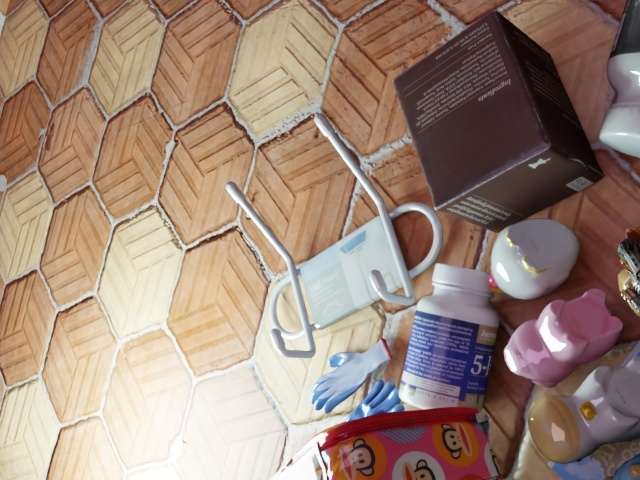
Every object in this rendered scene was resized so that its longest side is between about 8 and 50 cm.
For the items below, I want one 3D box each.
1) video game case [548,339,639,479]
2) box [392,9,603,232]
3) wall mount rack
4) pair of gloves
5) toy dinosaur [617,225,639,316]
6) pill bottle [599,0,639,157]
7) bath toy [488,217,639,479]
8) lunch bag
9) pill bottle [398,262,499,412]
[{"bbox_3d":[0.391,0.240,0.881,0.193,0.023,0.212,42,108,38],"label":"video game case"},{"bbox_3d":[0.226,-0.146,1.010,0.167,0.168,0.203,-30,62,32],"label":"box"},{"bbox_3d":[0.000,0.000,1.195,0.350,0.130,0.304,-32,61,30],"label":"wall mount rack"},{"bbox_3d":[0.048,0.227,1.130,0.159,0.023,0.198,-40,33,18],"label":"pair of gloves"},{"bbox_3d":[0.382,0.049,0.783,0.164,0.218,0.322,-48,11,42],"label":"toy dinosaur"},{"bbox_3d":[0.417,-0.232,0.872,0.162,0.162,0.279,17,91,41],"label":"pill bottle"},{"bbox_3d":[0.286,0.138,0.910,0.151,0.129,0.348,-14,58,-6],"label":"bath toy"},{"bbox_3d":[0.085,0.305,0.972,0.293,0.258,0.120,-53,45,49],"label":"lunch bag"},{"bbox_3d":[0.175,0.129,1.030,0.112,0.112,0.187,10,87,41],"label":"pill bottle"}]
